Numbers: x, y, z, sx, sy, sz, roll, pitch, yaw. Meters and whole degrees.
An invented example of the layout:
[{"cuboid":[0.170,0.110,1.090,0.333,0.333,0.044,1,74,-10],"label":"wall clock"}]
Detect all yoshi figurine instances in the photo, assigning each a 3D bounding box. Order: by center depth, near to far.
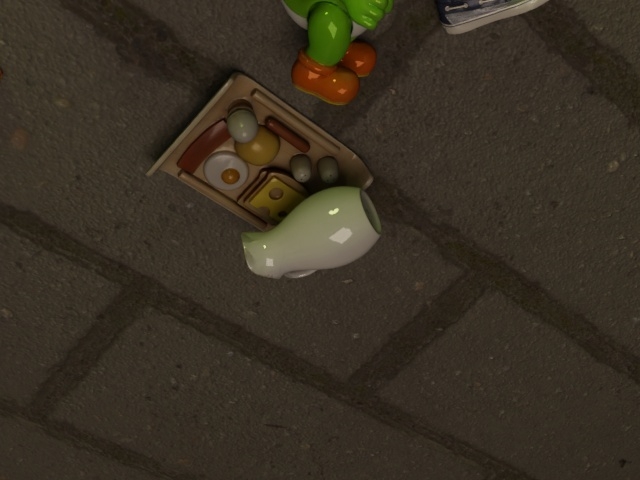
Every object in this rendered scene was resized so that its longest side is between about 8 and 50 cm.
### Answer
[{"cuboid":[0.077,-0.374,1.214,0.203,0.203,0.362,-14,134,-30],"label":"yoshi figurine"}]

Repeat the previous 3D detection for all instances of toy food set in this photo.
[{"cuboid":[-0.096,-0.109,1.441,0.306,0.092,0.220,33,115,-28],"label":"toy food set"}]

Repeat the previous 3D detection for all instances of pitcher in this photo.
[{"cuboid":[0.000,0.000,1.454,0.207,0.126,0.177,-24,157,17],"label":"pitcher"}]

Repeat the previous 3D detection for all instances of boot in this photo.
[{"cuboid":[0.261,-0.378,1.309,0.189,0.069,0.086,-21,130,9],"label":"boot"}]

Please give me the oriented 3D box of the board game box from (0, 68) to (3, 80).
[{"cuboid":[-0.568,-0.288,1.258,0.146,0.045,0.194,-17,127,3],"label":"board game box"}]
